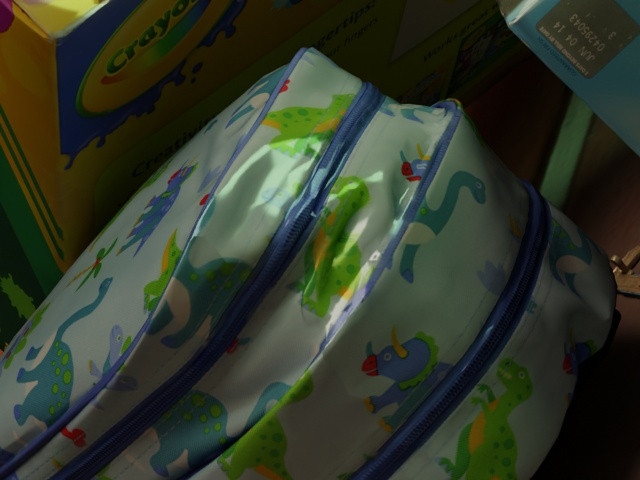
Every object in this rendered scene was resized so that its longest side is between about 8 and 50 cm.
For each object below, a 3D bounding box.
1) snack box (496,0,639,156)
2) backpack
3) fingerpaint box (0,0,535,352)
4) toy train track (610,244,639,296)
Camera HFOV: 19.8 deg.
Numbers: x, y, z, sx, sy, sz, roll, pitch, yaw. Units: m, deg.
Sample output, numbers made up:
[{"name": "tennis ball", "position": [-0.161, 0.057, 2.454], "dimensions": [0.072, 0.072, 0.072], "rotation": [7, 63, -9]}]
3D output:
[{"name": "snack box", "position": [0.149, -0.091, 0.826], "dimensions": [0.060, 0.187, 0.322], "rotation": [-44, 15, 14]}, {"name": "backpack", "position": [-0.031, 0.076, 0.851], "dimensions": [0.356, 0.273, 0.290], "rotation": [-16, 25, 41]}, {"name": "fingerpaint box", "position": [-0.032, -0.161, 1.057], "dimensions": [0.445, 0.163, 0.371], "rotation": [-39, -21, -25]}, {"name": "toy train track", "position": [0.146, 0.018, 0.890], "dimensions": [0.048, 0.014, 0.083], "rotation": [-50, 16, -9]}]
